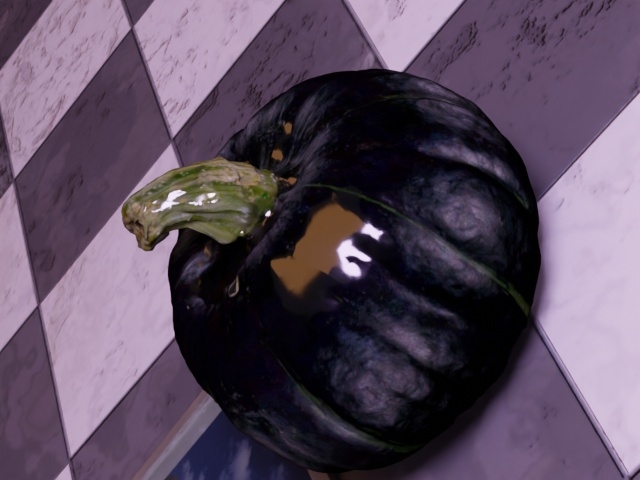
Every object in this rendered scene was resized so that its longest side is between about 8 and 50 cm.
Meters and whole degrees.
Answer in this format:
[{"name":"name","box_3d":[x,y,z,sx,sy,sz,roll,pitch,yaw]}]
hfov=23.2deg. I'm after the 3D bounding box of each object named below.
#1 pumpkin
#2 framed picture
[{"name":"pumpkin","box_3d":[0.000,0.000,1.117,0.296,0.296,0.296,-32,43,37]},{"name":"framed picture","box_3d":[-0.071,0.225,1.279,0.209,0.019,0.281,-53,34,12]}]
